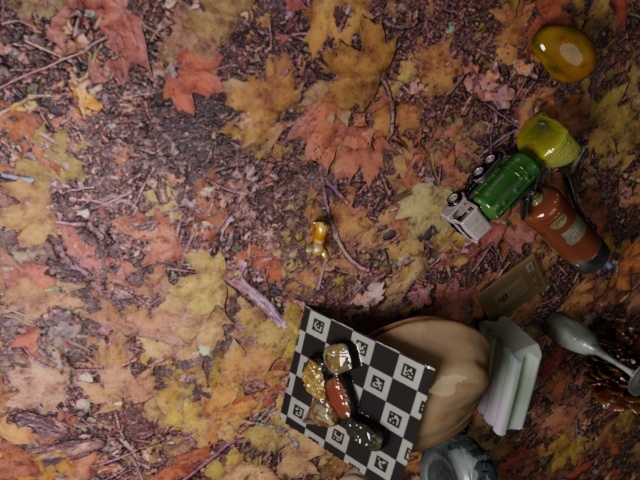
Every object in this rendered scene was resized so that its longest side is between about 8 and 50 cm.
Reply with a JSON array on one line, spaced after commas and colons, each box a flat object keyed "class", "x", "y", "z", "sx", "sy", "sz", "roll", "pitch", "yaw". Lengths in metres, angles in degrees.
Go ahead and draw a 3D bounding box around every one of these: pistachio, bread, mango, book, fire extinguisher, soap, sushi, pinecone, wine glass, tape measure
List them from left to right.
[{"class": "sushi", "x": 0.053, "y": 0.379, "z": 1.186, "sx": 0.064, "sy": 0.359, "sz": 0.343, "roll": -14, "pitch": 121, "yaw": -56}, {"class": "pistachio", "x": 0.232, "y": 0.365, "z": 1.289, "sx": 0.445, "sy": 0.281, "sz": 0.365, "roll": -37, "pitch": 108, "yaw": 19}, {"class": "tape measure", "x": 0.411, "y": 0.698, "z": 1.485, "sx": 0.147, "sy": 0.256, "sz": 0.275, "roll": 4, "pitch": 104, "yaw": -22}, {"class": "soap", "x": 0.517, "y": 0.382, "z": 1.436, "sx": 0.095, "sy": 0.173, "sz": 0.289, "roll": -9, "pitch": 118, "yaw": -17}, {"class": "book", "x": 0.549, "y": 0.142, "z": 1.448, "sx": 0.198, "sy": 0.016, "sz": 0.138, "roll": -35, "pitch": 119, "yaw": -4}, {"class": "bread", "x": 0.556, "y": -0.238, "z": 1.240, "sx": 0.114, "sy": 0.129, "sz": 0.111, "roll": 21, "pitch": 126, "yaw": -31}, {"class": "fire extinguisher", "x": 0.635, "y": -0.073, "z": 1.360, "sx": 0.376, "sy": 0.113, "sz": 0.200, "roll": 34, "pitch": 54, "yaw": -29}, {"class": "mango", "x": 0.571, "y": -0.442, "z": 1.181, "sx": 0.111, "sy": 0.089, "sz": 0.163, "roll": -46, "pitch": 110, "yaw": 3}, {"class": "wine glass", "x": 0.698, "y": 0.292, "z": 1.394, "sx": 0.264, "sy": 0.309, "sz": 0.096, "roll": 10, "pitch": 106, "yaw": -25}, {"class": "pinecone", "x": 0.944, "y": 0.383, "z": 1.554, "sx": 0.264, "sy": 0.264, "sz": 0.264, "roll": -7, "pitch": 113, "yaw": -17}]

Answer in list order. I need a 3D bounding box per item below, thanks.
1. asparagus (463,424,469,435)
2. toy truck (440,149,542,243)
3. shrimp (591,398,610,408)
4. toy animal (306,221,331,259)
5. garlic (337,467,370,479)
[{"class": "asparagus", "x": 0.447, "y": 0.626, "z": 1.598, "sx": 0.036, "sy": 0.030, "sz": 0.165, "roll": -11, "pitch": 114, "yaw": -27}, {"class": "toy truck", "x": 0.419, "y": -0.112, "z": 1.238, "sx": 0.242, "sy": 0.125, "sz": 0.101, "roll": -47, "pitch": 119, "yaw": 4}, {"class": "shrimp", "x": 1.081, "y": 0.483, "z": 1.764, "sx": 0.287, "sy": 0.068, "sz": 0.185, "roll": -3, "pitch": 116, "yaw": -30}, {"class": "toy animal", "x": 0.000, "y": 0.000, "z": 1.161, "sx": 0.060, "sy": 0.081, "sz": 0.083, "roll": 8, "pitch": 88, "yaw": -25}, {"class": "garlic", "x": 0.136, "y": 0.732, "z": 1.475, "sx": 0.143, "sy": 0.178, "sz": 0.229, "roll": -57, "pitch": 142, "yaw": -27}]
